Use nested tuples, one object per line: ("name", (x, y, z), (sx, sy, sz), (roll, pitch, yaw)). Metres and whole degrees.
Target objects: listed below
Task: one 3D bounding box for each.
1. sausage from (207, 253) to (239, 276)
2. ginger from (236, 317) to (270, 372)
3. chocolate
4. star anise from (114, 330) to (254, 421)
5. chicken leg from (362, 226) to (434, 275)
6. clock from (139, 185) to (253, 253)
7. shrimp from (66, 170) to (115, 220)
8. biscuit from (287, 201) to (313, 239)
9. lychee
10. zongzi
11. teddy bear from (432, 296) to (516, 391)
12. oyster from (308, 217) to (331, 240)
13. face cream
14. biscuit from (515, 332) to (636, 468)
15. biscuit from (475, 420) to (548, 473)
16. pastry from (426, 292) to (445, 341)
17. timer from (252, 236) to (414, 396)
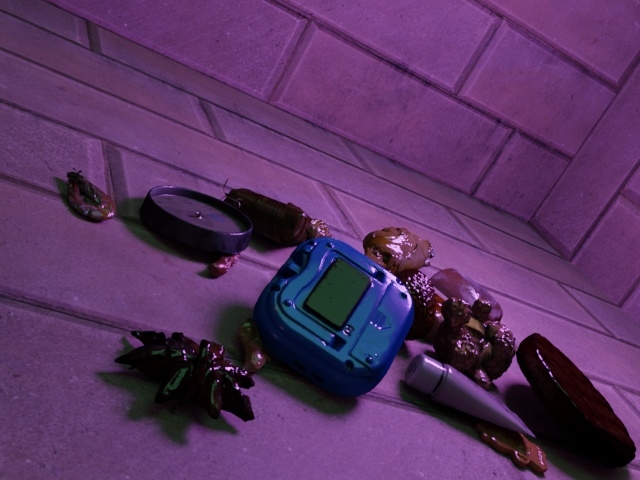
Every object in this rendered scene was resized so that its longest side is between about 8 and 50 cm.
("sausage", (-0.225, 0.051, 1.774), (0.042, 0.036, 0.158), (20, 17, 6))
("ginger", (-0.135, 0.210, 1.494), (0.057, 0.044, 0.137), (54, 8, -37))
("chocolate", (0.493, 0.171, 2.498), (0.254, 0.080, 0.157), (42, 21, 30))
("star anise", (-0.212, 0.204, 1.294), (0.272, 0.102, 0.272), (27, 16, -8))
("chicken leg", (0.182, 0.067, 2.206), (0.201, 0.153, 0.429), (43, 28, 10))
("clock", (-0.297, -0.054, 1.848), (0.280, 0.055, 0.280), (20, 17, -6))
("shrimp", (-0.527, -0.103, 1.705), (0.101, 0.042, 0.190), (-2, 37, -46))
("biscuit", (-0.048, -0.056, 2.312), (0.131, 0.026, 0.237), (26, 16, -50))
("lychee", (0.209, 0.160, 1.941), (0.194, 0.194, 0.194), (27, 19, -10))
("zongzi", (-0.154, -0.058, 2.115), (0.248, 0.111, 0.241), (23, -10, 7))
("teddy bear", (0.407, 0.264, 1.924), (0.222, 0.246, 0.296), (-1, -18, -1))
("oyster", (0.000, 0.000, 2.187), (0.121, 0.045, 0.146), (47, 42, -6))
("face cream", (0.344, 0.366, 1.758), (0.314, 0.089, 0.143), (30, 4, -10))
("biscuit", (0.661, 0.423, 1.995), (0.407, 0.091, 0.407), (42, 19, -18))
("biscuit", (0.443, 0.465, 1.745), (0.184, 0.027, 0.133), (35, 20, 12))
("pastry", (0.280, 0.189, 2.107), (0.182, 0.093, 0.192), (26, 19, -7))
("timer", (0.036, 0.151, 1.625), (0.309, 0.115, 0.340), (33, 44, 4))
